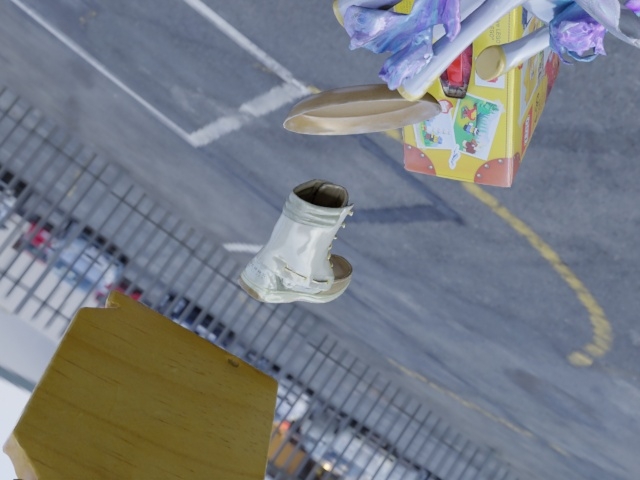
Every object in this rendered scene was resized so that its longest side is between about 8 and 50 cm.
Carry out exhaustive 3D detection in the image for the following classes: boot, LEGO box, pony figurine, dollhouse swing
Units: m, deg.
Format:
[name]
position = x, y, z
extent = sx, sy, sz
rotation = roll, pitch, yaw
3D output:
[boot]
position = 0.000, 0.000, 1.258
extent = 0.077, 0.165, 0.213
rotation = 42, -155, 29
[LEGO box]
position = 0.266, -0.403, 1.498
extent = 0.193, 0.372, 0.500
rotation = 11, 136, 21
[pony figurine]
position = 0.197, -0.269, 0.886
extent = 0.363, 0.302, 0.351
rotation = -26, 169, 37
[dollhouse swing]
position = -0.208, 0.305, 0.977
extent = 0.315, 0.305, 0.347
rotation = 31, -155, -12

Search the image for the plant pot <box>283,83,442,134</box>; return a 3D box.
[plant pot]
position = 0.061, -0.195, 1.388
extent = 0.236, 0.032, 0.236
rotation = -4, 176, 0
